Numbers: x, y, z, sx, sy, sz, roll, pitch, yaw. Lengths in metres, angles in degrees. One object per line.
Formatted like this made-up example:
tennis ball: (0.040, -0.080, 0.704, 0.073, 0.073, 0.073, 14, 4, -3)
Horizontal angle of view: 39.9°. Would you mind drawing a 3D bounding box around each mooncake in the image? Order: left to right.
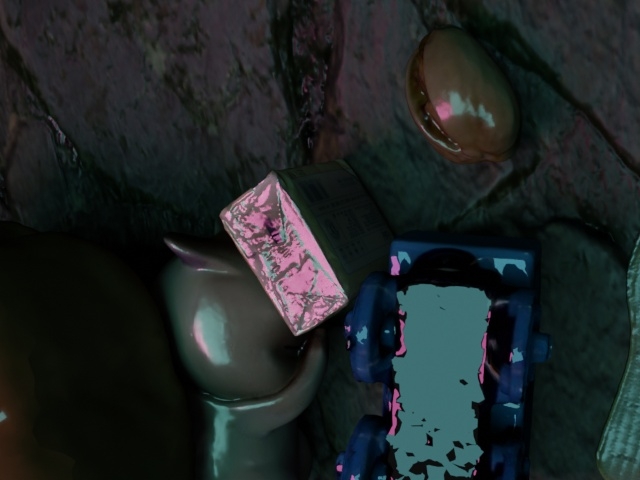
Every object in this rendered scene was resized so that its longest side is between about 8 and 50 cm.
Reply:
mooncake: (-0.364, 0.199, 0.888, 0.467, 0.262, 0.466, 2, 95, 30)

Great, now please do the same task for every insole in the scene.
insole: (0.361, 0.109, 0.913, 0.119, 0.009, 0.348, 14, 106, 16)

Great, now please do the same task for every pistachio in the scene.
pistachio: (0.145, -0.145, 0.890, 0.113, 0.113, 0.149, -20, 87, 23)

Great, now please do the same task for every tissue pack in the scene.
tissue pack: (0.000, 0.000, 0.918, 0.092, 0.196, 0.148, -34, 85, 24)

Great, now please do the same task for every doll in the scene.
doll: (-0.098, 0.172, 0.987, 0.226, 0.215, 0.370, 17, 106, 16)

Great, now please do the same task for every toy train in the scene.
toy train: (0.130, 0.151, 0.869, 0.188, 0.265, 0.300, 5, 99, 17)
